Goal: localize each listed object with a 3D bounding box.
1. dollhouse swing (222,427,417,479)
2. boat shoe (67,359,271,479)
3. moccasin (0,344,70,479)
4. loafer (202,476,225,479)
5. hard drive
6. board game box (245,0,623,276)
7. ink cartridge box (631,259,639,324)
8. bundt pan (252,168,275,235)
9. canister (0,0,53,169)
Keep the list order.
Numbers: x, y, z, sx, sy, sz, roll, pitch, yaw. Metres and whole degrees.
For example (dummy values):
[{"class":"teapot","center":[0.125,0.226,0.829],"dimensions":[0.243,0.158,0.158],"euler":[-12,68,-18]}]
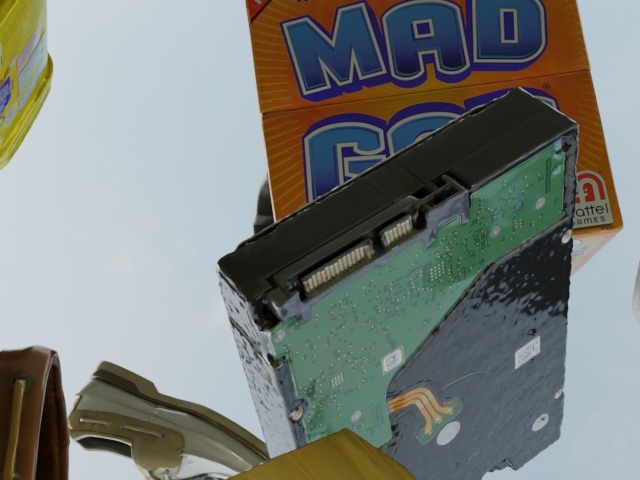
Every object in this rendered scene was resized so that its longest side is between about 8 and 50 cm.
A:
[{"class":"dollhouse swing","center":[0.028,0.301,0.427],"dimensions":[0.305,0.347,0.315],"euler":[31,-84,16]},{"class":"boat shoe","center":[-0.171,0.244,1.209],"dimensions":[0.302,0.113,0.103],"euler":[17,-118,31]},{"class":"moccasin","center":[-0.139,0.237,0.506],"dimensions":[0.147,0.139,0.380],"euler":[-13,-116,-8]},{"class":"loafer","center":[-0.114,0.394,1.420],"dimensions":[0.094,0.087,0.251],"euler":[-59,-140,23]},{"class":"hard drive","center":[0.068,0.086,0.711],"dimensions":[0.237,0.339,0.064],"euler":[-31,-131,-19]},{"class":"board game box","center":[0.113,-0.113,1.248],"dimensions":[0.356,0.356,0.356],"euler":[-8,-104,-1]},{"class":"ink cartridge box","center":[0.427,0.100,0.783],"dimensions":[0.296,0.066,0.261],"euler":[-9,-136,-2]},{"class":"bundt pan","center":[0.000,0.000,1.706],"dimensions":[0.124,0.331,0.331],"euler":[3,-135,-24]},{"class":"canister","center":[-0.245,-0.140,0.743],"dimensions":[0.073,0.170,0.126],"euler":[23,-118,-3]}]
